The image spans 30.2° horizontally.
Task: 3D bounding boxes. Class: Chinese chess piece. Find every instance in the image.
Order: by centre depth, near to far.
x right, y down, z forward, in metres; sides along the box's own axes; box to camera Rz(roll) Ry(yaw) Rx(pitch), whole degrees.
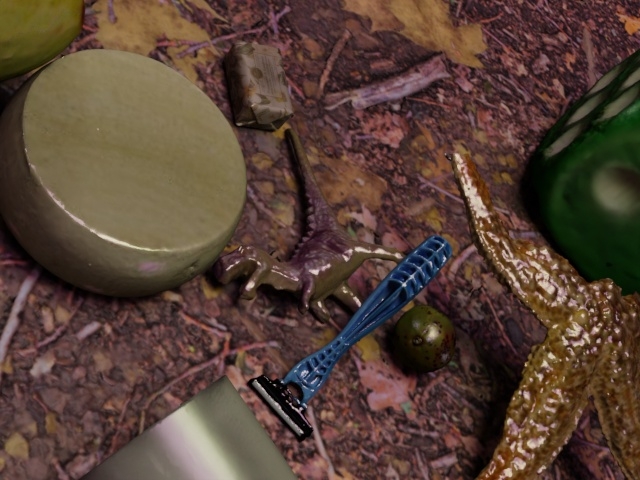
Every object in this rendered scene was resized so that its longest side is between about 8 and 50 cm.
[{"bbox_3d":[-0.194,-0.066,1.153,0.250,0.101,0.250,18,53,-26],"label":"Chinese chess piece"}]

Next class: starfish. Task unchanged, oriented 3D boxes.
[{"bbox_3d":[0.274,0.140,1.310,0.398,0.132,0.383,22,74,-35],"label":"starfish"}]

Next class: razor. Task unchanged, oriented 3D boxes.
[{"bbox_3d":[0.040,0.086,1.212,0.082,0.042,0.253,46,78,-1],"label":"razor"}]

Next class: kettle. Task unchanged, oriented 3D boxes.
[{"bbox_3d":[-0.096,0.276,0.982,0.240,0.165,0.255,-35,89,-15],"label":"kettle"}]

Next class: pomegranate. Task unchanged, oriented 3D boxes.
[{"bbox_3d":[0.119,0.111,1.293,0.084,0.073,0.073,31,45,-42],"label":"pomegranate"}]

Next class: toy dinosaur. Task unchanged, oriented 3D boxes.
[{"bbox_3d":[0.001,-0.002,1.280,0.200,0.072,0.251,33,55,-3],"label":"toy dinosaur"}]

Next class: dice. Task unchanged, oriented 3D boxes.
[{"bbox_3d":[0.473,-0.092,1.529,0.300,0.287,0.297,46,49,-3],"label":"dice"}]

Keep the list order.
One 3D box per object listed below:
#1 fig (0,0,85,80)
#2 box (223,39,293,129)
[{"bbox_3d":[-0.363,-0.239,1.039,0.326,0.258,0.258,15,54,-32],"label":"fig"},{"bbox_3d":[-0.071,-0.176,1.354,0.062,0.045,0.098,3,61,-33],"label":"box"}]
